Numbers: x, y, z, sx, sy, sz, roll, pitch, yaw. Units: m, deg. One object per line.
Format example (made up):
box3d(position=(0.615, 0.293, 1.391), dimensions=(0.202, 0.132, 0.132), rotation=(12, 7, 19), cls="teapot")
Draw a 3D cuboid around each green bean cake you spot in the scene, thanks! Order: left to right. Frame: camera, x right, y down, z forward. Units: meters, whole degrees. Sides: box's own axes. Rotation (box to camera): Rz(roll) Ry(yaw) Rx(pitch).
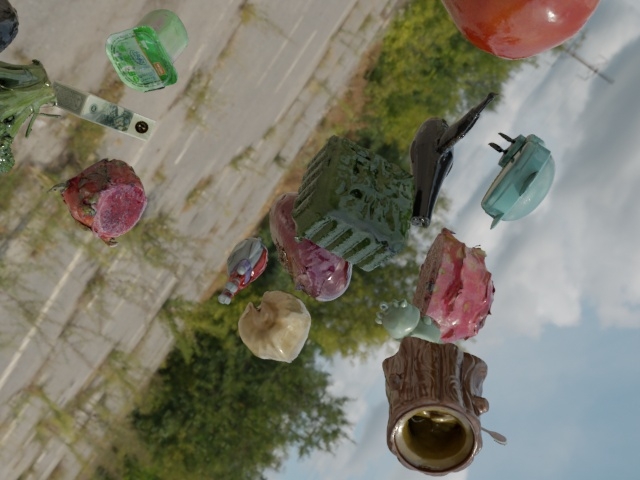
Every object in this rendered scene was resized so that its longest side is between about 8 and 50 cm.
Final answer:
box3d(position=(0.080, -0.087, 1.697), dimensions=(0.156, 0.249, 0.247), rotation=(-40, -153, 48), cls="green bean cake")

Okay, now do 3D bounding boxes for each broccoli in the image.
box3d(position=(-0.735, -0.298, 1.648), dimensions=(0.283, 0.321, 0.304), rotation=(-23, 146, -17), cls="broccoli")

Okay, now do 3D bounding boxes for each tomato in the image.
box3d(position=(0.284, -0.394, 1.089), dimensions=(0.180, 0.260, 0.260), rotation=(-8, 142, -48), cls="tomato")

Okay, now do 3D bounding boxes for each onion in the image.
box3d(position=(0.000, 0.000, 2.205), dimensions=(0.285, 0.348, 0.347), rotation=(-28, 178, -7), cls="onion")

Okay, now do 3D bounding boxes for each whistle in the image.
box3d(position=(0.242, 0.228, 1.850), dimensions=(0.101, 0.253, 0.106), rotation=(-26, -151, 58), cls="whistle")

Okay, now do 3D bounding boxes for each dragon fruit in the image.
box3d(position=(-0.559, -0.095, 1.925), dimensions=(0.211, 0.147, 0.282), rotation=(-54, 158, 22), cls="dragon fruit")
box3d(position=(0.424, 0.169, 2.358), dimensions=(0.371, 0.248, 0.387), rotation=(-103, -150, -88), cls="dragon fruit")

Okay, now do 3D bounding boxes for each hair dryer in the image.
box3d(position=(0.306, -0.220, 1.725), dimensions=(0.359, 0.120, 0.304), rotation=(129, -20, -57), cls="hair dryer")

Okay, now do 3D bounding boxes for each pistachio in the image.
box3d(position=(-0.089, 0.186, 1.572), dimensions=(0.157, 0.157, 0.229), rotation=(-55, 170, -4), cls="pistachio")

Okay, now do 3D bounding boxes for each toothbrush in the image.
box3d(position=(0.314, 0.403, 1.690), dimensions=(0.018, 0.257, 0.024), rotation=(-51, 140, -21), cls="toothbrush")

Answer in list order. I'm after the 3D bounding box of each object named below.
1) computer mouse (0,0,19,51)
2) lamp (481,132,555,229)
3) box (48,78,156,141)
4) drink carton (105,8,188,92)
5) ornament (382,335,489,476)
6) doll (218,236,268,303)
box3d(position=(-0.663, -0.360, 1.268), dimensions=(0.116, 0.183, 0.323), rotation=(-58, 175, 37), cls="computer mouse")
box3d(position=(0.483, -0.156, 1.796), dimensions=(0.209, 0.147, 0.284), rotation=(-54, -164, 40), cls="lamp")
box3d(position=(-0.610, -0.361, 2.064), dimensions=(0.256, 0.164, 0.069), rotation=(15, 98, -59), cls="box")
box3d(position=(-0.375, -0.433, 1.646), dimensions=(0.144, 0.146, 0.142), rotation=(-7, -140, 24), cls="drink carton")
box3d(position=(0.229, 0.331, 1.452), dimensions=(0.221, 0.235, 0.218), rotation=(-13, -162, 13), cls="ornament")
box3d(position=(-0.148, 0.049, 1.451), dimensions=(0.102, 0.075, 0.227), rotation=(-56, -174, 30), cls="doll")
